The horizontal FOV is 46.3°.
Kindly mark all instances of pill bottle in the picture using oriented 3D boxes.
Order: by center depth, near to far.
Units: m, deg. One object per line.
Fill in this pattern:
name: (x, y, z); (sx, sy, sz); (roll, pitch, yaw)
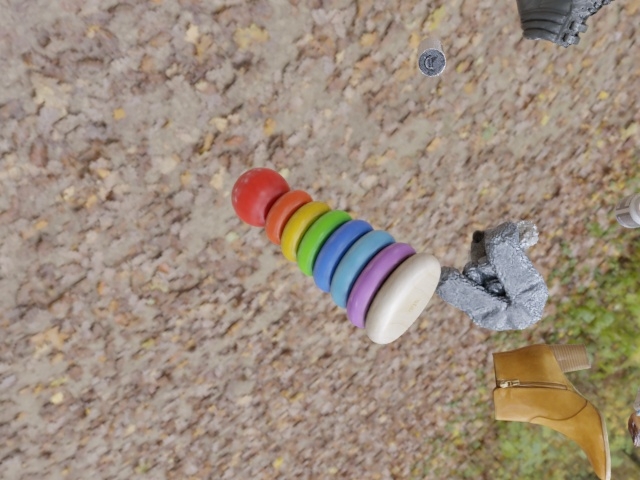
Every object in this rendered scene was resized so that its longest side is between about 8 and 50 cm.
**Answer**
pill bottle: (0.723, -0.070, 1.682); (0.078, 0.078, 0.137); (-44, 177, 0)

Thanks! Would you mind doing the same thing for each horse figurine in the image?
horse figurine: (0.902, 0.467, 1.955); (0.066, 0.174, 0.263); (-5, 155, -43)

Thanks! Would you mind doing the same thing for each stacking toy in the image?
stacking toy: (0.000, 0.000, 1.060); (0.141, 0.330, 0.141); (-43, 154, -26)

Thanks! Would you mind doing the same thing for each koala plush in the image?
koala plush: (0.352, 0.052, 1.489); (0.196, 0.203, 0.221); (-40, -166, 26)

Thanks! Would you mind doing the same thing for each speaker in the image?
speaker: (0.223, -0.372, 1.508); (0.055, 0.055, 0.136); (-59, -174, 24)

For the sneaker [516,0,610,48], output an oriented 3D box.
sneaker: (0.490, -0.422, 1.336); (0.105, 0.296, 0.146); (-18, 109, -56)

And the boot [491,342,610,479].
boot: (0.473, 0.363, 1.561); (0.211, 0.295, 0.104); (-12, 167, 10)

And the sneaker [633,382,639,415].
sneaker: (0.668, 0.295, 1.515); (0.071, 0.083, 0.191); (-28, 170, 34)
